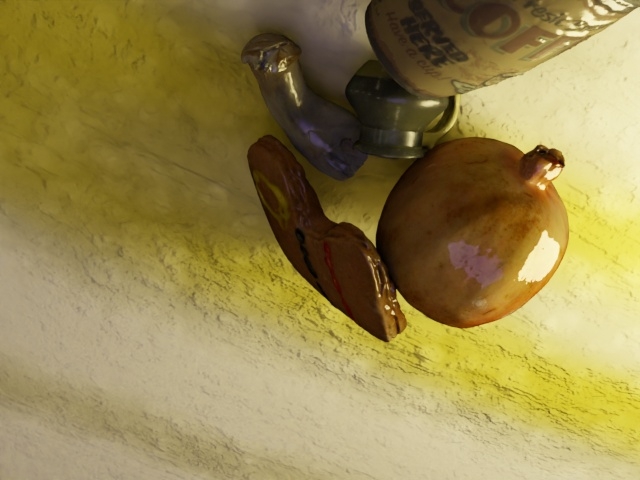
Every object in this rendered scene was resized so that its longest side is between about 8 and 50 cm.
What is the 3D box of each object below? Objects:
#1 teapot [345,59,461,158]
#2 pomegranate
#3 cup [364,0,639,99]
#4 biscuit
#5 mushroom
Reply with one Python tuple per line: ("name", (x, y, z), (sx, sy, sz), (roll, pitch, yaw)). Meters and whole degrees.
("teapot", (0.108, -0.163, 1.033), (0.166, 0.130, 0.119), (-1, 104, -32))
("pomegranate", (0.210, -0.023, 1.064), (0.229, 0.252, 0.270), (42, 131, -7))
("cup", (0.209, -0.276, 0.903), (0.301, 0.227, 0.257), (7, 153, -41))
("biscuit", (-0.002, 0.001, 1.108), (0.052, 0.277, 0.262), (-36, 138, -17))
("mushroom", (-0.022, -0.176, 1.063), (0.092, 0.081, 0.223), (-15, 128, 41))
